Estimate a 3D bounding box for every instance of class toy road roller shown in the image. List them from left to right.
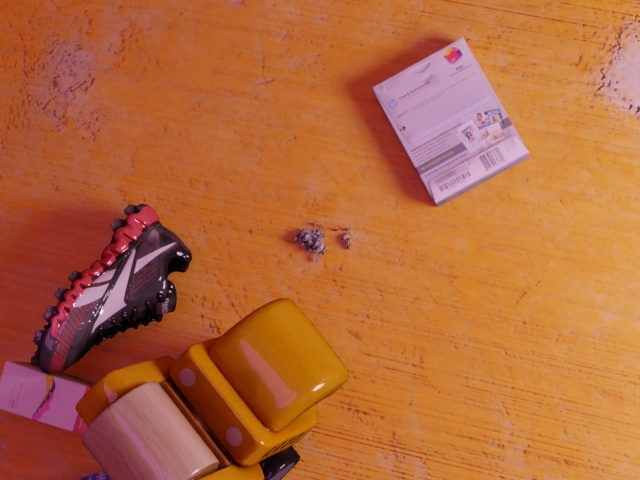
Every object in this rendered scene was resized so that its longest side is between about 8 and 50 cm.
[{"bbox_3d":[-0.116,0.201,1.745,0.240,0.329,0.202,-46,75,23],"label":"toy road roller"}]

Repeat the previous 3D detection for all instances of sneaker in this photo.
[{"bbox_3d":[-0.271,0.081,1.873,0.135,0.098,0.276,34,62,5],"label":"sneaker"}]

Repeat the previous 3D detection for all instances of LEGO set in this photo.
[{"bbox_3d":[0.001,-0.003,1.909,0.083,0.023,0.054,-22,78,6],"label":"LEGO set"}]

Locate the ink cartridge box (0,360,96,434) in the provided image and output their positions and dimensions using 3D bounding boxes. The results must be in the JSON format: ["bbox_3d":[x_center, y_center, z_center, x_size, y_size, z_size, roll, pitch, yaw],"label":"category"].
[{"bbox_3d":[-0.361,0.211,1.888,0.198,0.115,0.067,15,85,11],"label":"ink cartridge box"}]

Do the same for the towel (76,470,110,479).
[{"bbox_3d":[-0.294,0.394,1.814,0.336,0.243,0.040,-18,123,7],"label":"towel"}]

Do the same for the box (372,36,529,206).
[{"bbox_3d":[0.176,-0.160,1.898,0.145,0.038,0.186,-29,78,4],"label":"box"}]
